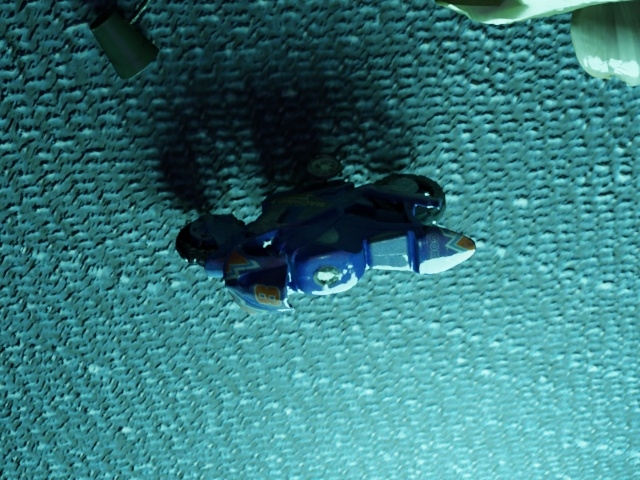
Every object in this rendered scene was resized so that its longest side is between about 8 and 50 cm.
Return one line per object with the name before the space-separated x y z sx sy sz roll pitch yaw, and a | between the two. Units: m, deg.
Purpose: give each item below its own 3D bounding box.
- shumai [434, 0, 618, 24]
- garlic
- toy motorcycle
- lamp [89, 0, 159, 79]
shumai | 0.147 -0.260 0.632 0.267 0.314 0.262 7 169 17
garlic | 0.223 -0.150 0.807 0.113 0.074 0.094 -26 120 -16
toy motorcycle | 0.000 0.000 0.827 0.205 0.114 0.076 -11 127 -7
lamp | -0.097 -0.157 0.735 0.121 0.041 0.054 -33 119 13
